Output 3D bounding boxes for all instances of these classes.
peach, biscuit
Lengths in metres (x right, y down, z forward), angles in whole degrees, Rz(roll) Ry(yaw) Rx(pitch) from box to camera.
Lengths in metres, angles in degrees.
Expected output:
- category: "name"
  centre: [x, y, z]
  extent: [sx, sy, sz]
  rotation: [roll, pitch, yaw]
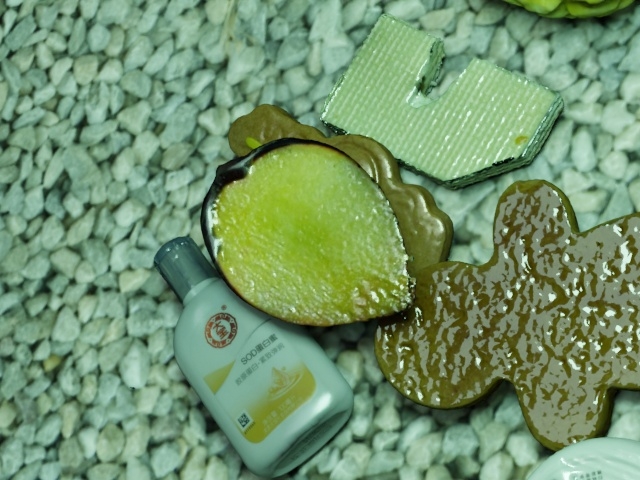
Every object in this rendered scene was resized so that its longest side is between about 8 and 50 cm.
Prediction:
- category: "peach"
  centre: [0.001, 0.000, 2.017]
  extent: [0.279, 0.068, 0.189]
  rotation: [34, 102, 26]
- category: "biscuit"
  centre: [0.261, 0.071, 1.933]
  extent: [0.432, 0.064, 0.283]
  rotation: [-15, 76, 21]
- category: "biscuit"
  centre: [0.008, -0.034, 2.076]
  extent: [0.295, 0.044, 0.186]
  rotation: [18, 100, 29]
- category: "biscuit"
  centre: [0.130, -0.142, 2.078]
  extent: [0.250, 0.046, 0.147]
  rotation: [27, 85, 30]

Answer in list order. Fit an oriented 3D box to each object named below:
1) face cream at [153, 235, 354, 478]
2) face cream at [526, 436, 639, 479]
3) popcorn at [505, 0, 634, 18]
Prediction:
- category: "face cream"
  centre: [-0.086, 0.112, 2.076]
  extent: [0.144, 0.071, 0.291]
  rotation: [-40, 60, 8]
- category: "face cream"
  centre: [0.280, 0.291, 1.821]
  extent: [0.206, 0.111, 0.206]
  rotation: [-10, 67, 25]
- category: "popcorn"
  centre: [0.241, -0.358, 1.997]
  extent: [0.224, 0.270, 0.258]
  rotation: [-41, 24, -22]
